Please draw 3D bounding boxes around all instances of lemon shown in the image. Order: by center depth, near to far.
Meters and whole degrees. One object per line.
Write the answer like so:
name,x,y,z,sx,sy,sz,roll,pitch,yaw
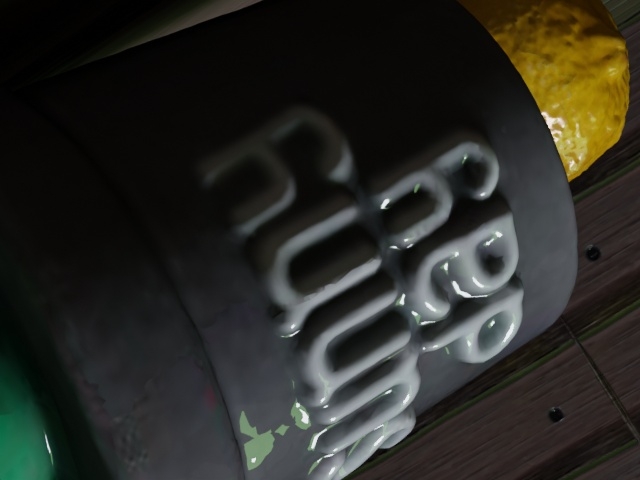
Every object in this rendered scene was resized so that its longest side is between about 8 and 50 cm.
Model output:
lemon,0.099,-0.086,1.021,0.187,0.142,0.142,-28,-179,40

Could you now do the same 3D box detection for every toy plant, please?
toy plant,-0.114,0.048,0.537,0.400,0.185,0.279,-29,159,-23
